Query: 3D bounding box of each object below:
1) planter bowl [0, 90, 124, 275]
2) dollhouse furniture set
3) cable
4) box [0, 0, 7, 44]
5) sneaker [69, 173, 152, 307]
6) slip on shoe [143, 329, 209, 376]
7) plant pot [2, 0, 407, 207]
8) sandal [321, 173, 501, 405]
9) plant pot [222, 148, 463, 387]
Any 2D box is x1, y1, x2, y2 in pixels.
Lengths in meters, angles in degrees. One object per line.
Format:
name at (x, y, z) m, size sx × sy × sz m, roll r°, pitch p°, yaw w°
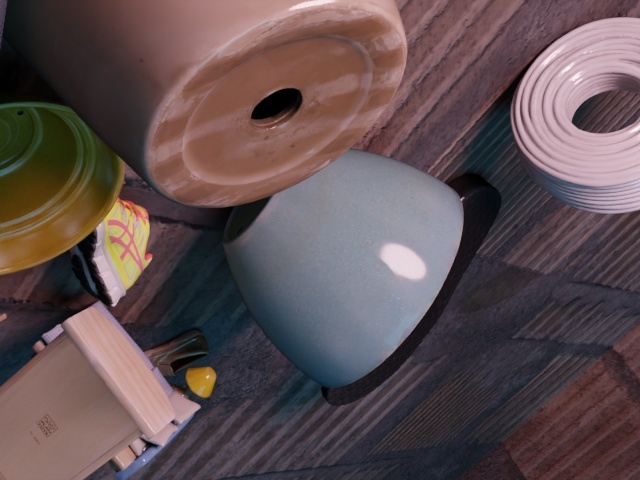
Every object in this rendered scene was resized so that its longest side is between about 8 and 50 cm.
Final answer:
planter bowl at (-0.298, -0.070, 0.803) m, size 0.217 × 0.090 × 0.217 m, roll -23°, pitch 149°, yaw -15°
dollhouse furniture set at (-0.245, 0.109, 0.987) m, size 0.198 × 0.286 × 0.303 m, roll -38°, pitch 179°, yaw 23°
cable at (0.377, -0.165, 1.137) m, size 0.257 × 0.257 × 0.089 m, roll -36°, pitch 144°, yaw 6°
box at (-0.298, -0.133, 0.595) m, size 0.059 × 0.183 × 0.232 m, roll -28°, pitch 155°, yaw -43°
sneaker at (-0.233, -0.023, 0.960) m, size 0.094 × 0.081 × 0.208 m, roll -42°, pitch 153°, yaw -30°
slip on shoe at (-0.225, 0.180, 1.275) m, size 0.135 × 0.041 × 0.051 m, roll -27°, pitch 149°, yaw -11°
plant pot at (-0.091, -0.187, 0.610) m, size 0.323 × 0.280 × 0.323 m, roll -25°, pitch 155°, yaw -12°
sandal at (0.132, 0.077, 1.428) m, size 0.167 × 0.107 × 0.446 m, roll 14°, pitch 113°, yaw -50°
plant pot at (0.000, 0.000, 1.050) m, size 0.195 × 0.290 × 0.290 m, roll 35°, pitch 113°, yaw -19°
